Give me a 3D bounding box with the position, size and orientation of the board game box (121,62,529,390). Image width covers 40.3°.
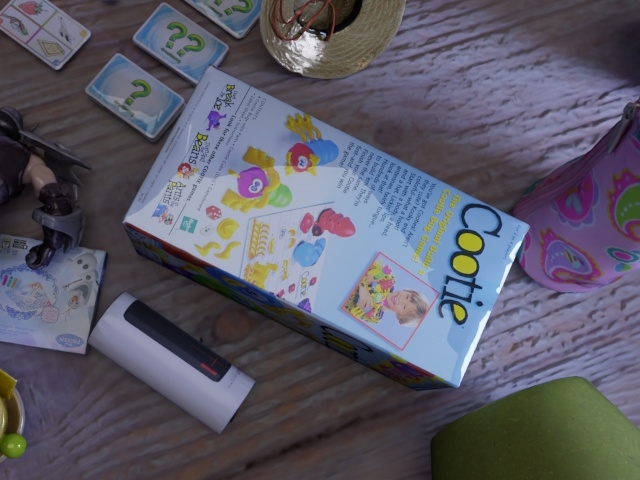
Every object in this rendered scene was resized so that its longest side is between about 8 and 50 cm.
[{"bbox_3d":[0.000,0.000,0.715,0.275,0.142,0.144,27,77,-1],"label":"board game box"}]

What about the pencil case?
[{"bbox_3d":[0.248,-0.044,0.681,0.124,0.284,0.124,2,74,-8],"label":"pencil case"}]

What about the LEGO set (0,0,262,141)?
[{"bbox_3d":[-0.192,-0.232,0.783,0.244,0.060,0.182,36,73,1],"label":"LEGO set"}]

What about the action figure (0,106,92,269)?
[{"bbox_3d":[-0.292,-0.009,0.679,0.186,0.099,0.285,12,50,1],"label":"action figure"}]

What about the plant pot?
[{"bbox_3d":[0.202,0.261,0.647,0.275,0.274,0.293,-17,66,-10],"label":"plant pot"}]

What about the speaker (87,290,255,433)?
[{"bbox_3d":[-0.123,0.102,0.725,0.136,0.055,0.055,35,77,1],"label":"speaker"}]

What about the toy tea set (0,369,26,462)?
[{"bbox_3d":[-0.403,0.118,0.652,0.336,0.124,0.200,33,77,0],"label":"toy tea set"}]

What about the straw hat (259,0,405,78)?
[{"bbox_3d":[0.001,-0.222,0.798,0.145,0.144,0.061,-26,41,-11],"label":"straw hat"}]

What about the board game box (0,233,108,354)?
[{"bbox_3d":[-0.235,0.046,0.740,0.090,0.020,0.090,10,77,-5],"label":"board game box"}]
